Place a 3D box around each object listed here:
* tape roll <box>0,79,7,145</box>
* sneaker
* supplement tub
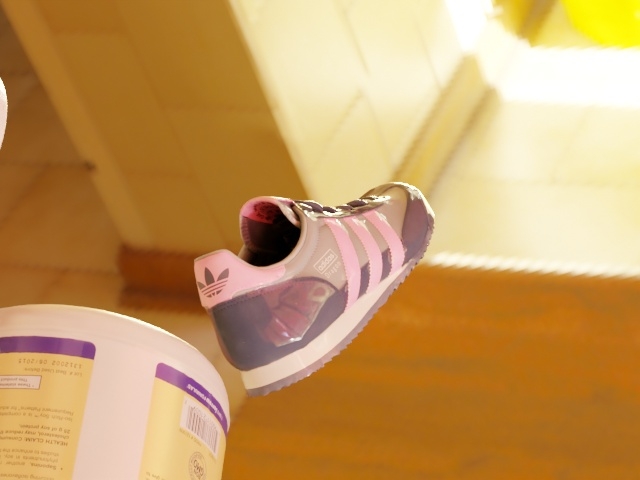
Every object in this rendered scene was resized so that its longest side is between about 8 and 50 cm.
[{"bbox_3d":[-0.394,-0.084,1.459,0.246,0.169,0.246,-28,43,29],"label":"tape roll"},{"bbox_3d":[0.000,0.000,1.534,0.112,0.131,0.319,-23,14,31],"label":"sneaker"},{"bbox_3d":[-0.202,0.240,1.332,0.241,0.241,0.331,-7,56,21],"label":"supplement tub"}]
